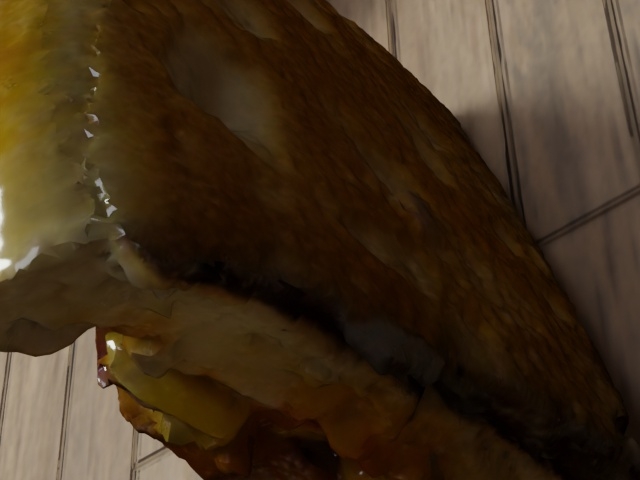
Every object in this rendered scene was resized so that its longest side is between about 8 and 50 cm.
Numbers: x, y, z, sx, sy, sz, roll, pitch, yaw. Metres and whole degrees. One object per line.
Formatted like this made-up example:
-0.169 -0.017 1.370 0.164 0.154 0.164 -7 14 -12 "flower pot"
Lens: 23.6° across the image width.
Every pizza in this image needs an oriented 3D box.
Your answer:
0.000 0.000 0.553 0.114 0.278 0.409 -35 4 19 "pizza"
